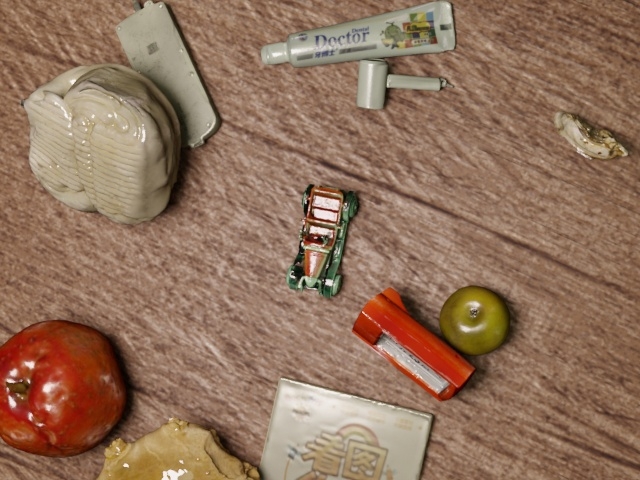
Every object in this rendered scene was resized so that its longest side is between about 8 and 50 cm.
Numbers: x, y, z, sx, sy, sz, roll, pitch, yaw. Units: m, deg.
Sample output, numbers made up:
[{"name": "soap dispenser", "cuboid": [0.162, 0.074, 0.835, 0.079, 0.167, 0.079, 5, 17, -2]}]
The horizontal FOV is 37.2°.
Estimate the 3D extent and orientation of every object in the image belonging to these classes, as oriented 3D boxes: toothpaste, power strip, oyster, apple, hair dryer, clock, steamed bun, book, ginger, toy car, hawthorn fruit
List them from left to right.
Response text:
[{"name": "hawthorn fruit", "cuboid": [-0.343, 0.188, 1.203, 0.179, 0.200, 0.179, -1, 82, 6]}, {"name": "steamed bun", "cuboid": [-0.265, -0.136, 1.221, 0.211, 0.218, 0.144, 24, 48, 17]}, {"name": "ginger", "cuboid": [-0.245, 0.384, 1.246, 0.375, 0.166, 0.236, -35, 120, 29]}, {"name": "power strip", "cuboid": [-0.207, -0.227, 1.281, 0.080, 0.029, 0.226, -25, 85, 9]}, {"name": "toy car", "cuboid": [0.000, 0.000, 1.229, 0.073, 0.054, 0.143, 12, 89, 10]}, {"name": "book", "cuboid": [0.014, 0.344, 1.234, 0.208, 0.020, 0.295, 12, 90, 10]}, {"name": "toothpaste", "cuboid": [0.048, -0.262, 1.242, 0.256, 0.037, 0.067, -8, 88, 4]}, {"name": "hair dryer", "cuboid": [0.110, -0.200, 1.230, 0.124, 0.038, 0.063, 3, 107, -5]}, {"name": "clock", "cuboid": [0.118, 0.131, 1.182, 0.155, 0.113, 0.061, 40, 73, 8]}, {"name": "apple", "cuboid": [0.193, 0.099, 1.188, 0.090, 0.074, 0.089, -5, 67, 12]}, {"name": "oyster", "cuboid": [0.337, -0.138, 1.177, 0.038, 0.081, 0.083, -49, 116, -18]}]
